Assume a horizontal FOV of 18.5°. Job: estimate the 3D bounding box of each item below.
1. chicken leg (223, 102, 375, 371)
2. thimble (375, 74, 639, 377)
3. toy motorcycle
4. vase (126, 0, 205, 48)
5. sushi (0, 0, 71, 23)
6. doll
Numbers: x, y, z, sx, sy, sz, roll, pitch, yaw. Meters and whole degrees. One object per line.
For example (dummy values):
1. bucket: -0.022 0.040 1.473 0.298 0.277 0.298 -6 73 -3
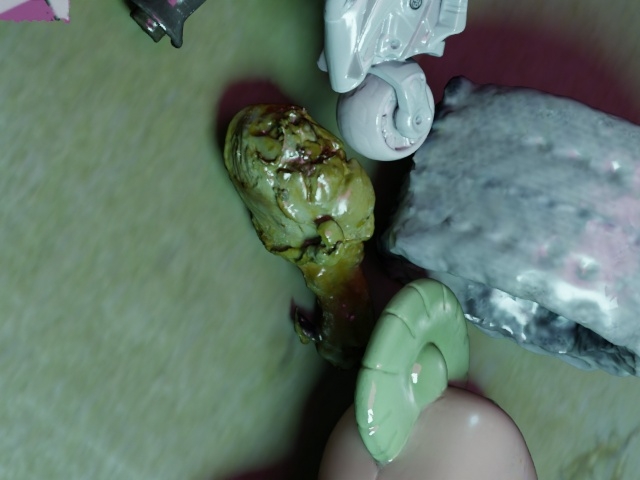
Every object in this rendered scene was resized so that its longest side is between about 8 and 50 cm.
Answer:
1. chicken leg: 0.000 0.000 1.463 0.088 0.103 0.227 -36 111 -44
2. thimble: 0.174 -0.006 1.492 0.246 0.217 0.157 25 76 -5
3. toy motorcycle: 0.045 -0.180 1.405 0.112 0.112 0.254 -5 108 -28
4. vase: -0.066 -0.218 1.431 0.183 0.120 0.120 -47 111 -3
5. sushi: -0.314 -0.282 1.305 0.292 0.059 0.294 0 87 -17
6. doll: 0.051 0.187 1.448 0.268 0.216 0.284 -63 148 -32
